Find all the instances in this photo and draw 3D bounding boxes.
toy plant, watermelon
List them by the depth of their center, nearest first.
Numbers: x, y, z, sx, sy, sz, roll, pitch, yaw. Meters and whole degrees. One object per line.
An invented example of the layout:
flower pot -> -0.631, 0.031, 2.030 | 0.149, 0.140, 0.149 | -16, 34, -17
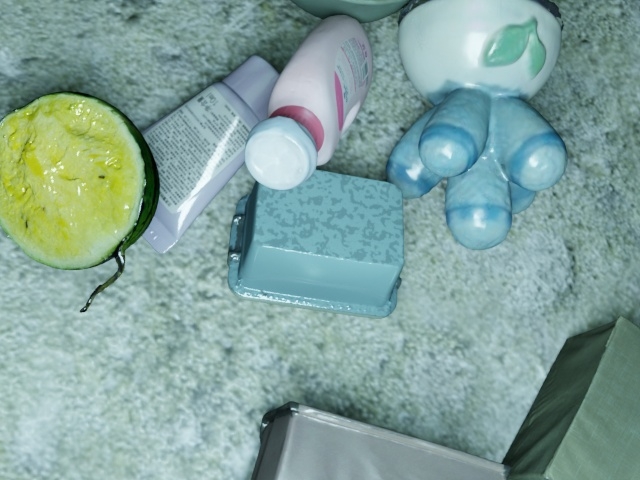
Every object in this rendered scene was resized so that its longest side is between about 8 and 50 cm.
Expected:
watermelon -> -0.283, -0.066, 0.959 | 0.232, 0.127, 0.204 | 44, 101, 6
toy plant -> 0.211, -0.149, 1.068 | 0.247, 0.247, 0.332 | 7, 77, -10

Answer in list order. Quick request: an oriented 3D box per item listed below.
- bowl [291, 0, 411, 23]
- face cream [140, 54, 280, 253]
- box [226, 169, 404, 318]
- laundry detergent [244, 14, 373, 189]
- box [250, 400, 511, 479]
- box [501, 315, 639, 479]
bowl -> 0.035, -0.424, 1.147 | 0.289, 0.146, 0.289 | 4, 70, -10
face cream -> -0.158, -0.125, 1.042 | 0.274, 0.096, 0.154 | -42, 87, -8
box -> 0.000, 0.000, 1.004 | 0.227, 0.130, 0.162 | 9, 55, -8
laundry detergent -> -0.007, -0.168, 0.976 | 0.088, 0.159, 0.335 | 4, 32, 15
box -> 0.048, 0.294, 0.887 | 0.252, 0.188, 0.153 | 20, 68, -8
box -> 0.357, 0.242, 0.991 | 0.155, 0.149, 0.231 | 34, 68, 0
